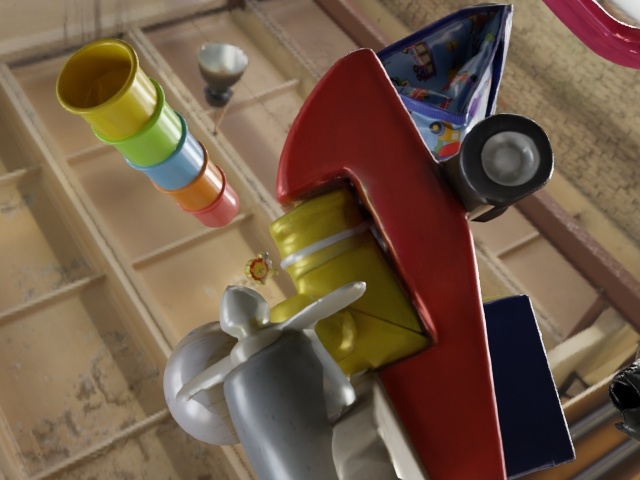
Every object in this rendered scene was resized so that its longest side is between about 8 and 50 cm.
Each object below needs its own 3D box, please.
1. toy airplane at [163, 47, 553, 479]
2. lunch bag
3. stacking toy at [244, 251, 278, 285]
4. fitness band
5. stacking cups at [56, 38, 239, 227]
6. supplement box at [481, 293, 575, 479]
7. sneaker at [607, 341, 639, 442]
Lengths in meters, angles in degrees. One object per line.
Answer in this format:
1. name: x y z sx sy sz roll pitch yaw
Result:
1. toy airplane: 0.029 0.115 0.546 0.272 0.386 0.384 -6 -139 2
2. lunch bag: 0.124 -0.111 0.830 0.138 0.221 0.293 18 -139 21
3. stacking toy: 0.000 0.000 1.288 0.221 0.167 0.052 -40 -68 -34
4. fitness band: 0.315 -0.268 0.728 0.291 0.209 0.054 30 -134 -34
5. stacking cups: -0.192 -0.106 0.939 0.096 0.316 0.096 -6 -116 13
6. supplement box: 0.136 0.188 1.003 0.194 0.356 0.195 -15 -93 -10
7. sneaker: 0.580 0.254 1.393 0.130 0.109 0.286 20 -149 6
